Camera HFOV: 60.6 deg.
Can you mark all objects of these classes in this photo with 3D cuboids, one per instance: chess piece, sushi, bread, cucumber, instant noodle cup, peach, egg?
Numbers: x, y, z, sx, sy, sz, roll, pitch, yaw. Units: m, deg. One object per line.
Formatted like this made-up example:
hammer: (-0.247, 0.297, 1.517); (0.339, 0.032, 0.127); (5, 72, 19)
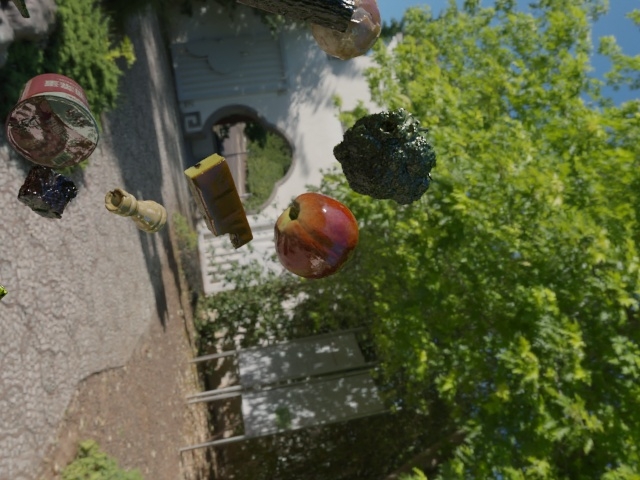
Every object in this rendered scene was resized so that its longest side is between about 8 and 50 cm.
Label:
chess piece: (-0.365, -0.061, 1.076); (0.122, 0.066, 0.066); (35, 39, -62)
sushi: (-0.551, -0.096, 1.097); (0.094, 0.097, 0.084); (52, 49, -56)
bread: (-0.209, -0.069, 1.150); (0.049, 0.088, 0.226); (32, -32, 37)
cucumber: (-0.039, -0.370, 0.843); (0.058, 0.186, 0.058); (17, 90, -87)
instant noodle cup: (-0.759, -0.354, 1.560); (0.235, 0.234, 0.179); (89, -17, -46)
peach: (0.000, 0.000, 1.487); (0.256, 0.232, 0.232); (44, 12, -28)
egg: (0.062, -0.589, 1.449); (0.195, 0.194, 0.234); (93, -13, -57)

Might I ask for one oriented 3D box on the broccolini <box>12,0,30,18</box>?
broccolini: (-0.838, -0.700, 1.468); (0.203, 0.091, 0.068); (84, 9, -60)

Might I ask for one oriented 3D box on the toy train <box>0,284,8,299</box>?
toy train: (-0.860, 0.192, 1.285); (0.053, 0.250, 0.085); (37, -24, 8)

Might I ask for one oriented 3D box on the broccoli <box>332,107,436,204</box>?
broccoli: (0.205, -0.252, 1.579); (0.284, 0.303, 0.321); (-62, -170, -28)
